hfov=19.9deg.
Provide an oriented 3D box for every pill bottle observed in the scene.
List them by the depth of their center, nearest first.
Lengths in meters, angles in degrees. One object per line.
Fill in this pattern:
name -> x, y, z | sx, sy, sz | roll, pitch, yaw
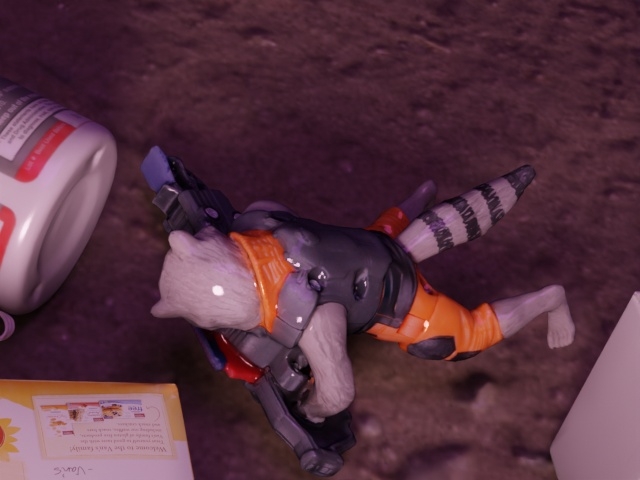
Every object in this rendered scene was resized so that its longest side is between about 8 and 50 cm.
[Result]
pill bottle -> -0.315, -0.072, 1.401 | 0.283, 0.161, 0.161 | 26, 42, 8

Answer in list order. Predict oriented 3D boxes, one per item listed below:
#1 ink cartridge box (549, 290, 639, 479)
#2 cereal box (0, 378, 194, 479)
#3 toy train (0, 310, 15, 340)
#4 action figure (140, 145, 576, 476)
ink cartridge box -> 0.345, 0.175, 1.357 | 0.270, 0.198, 0.197 | 3, 45, -18
cereal box -> -0.157, 0.189, 1.115 | 0.173, 0.047, 0.240 | 4, 45, -19
toy train -> -0.220, 0.129, 1.313 | 0.166, 0.046, 0.125 | 43, 46, 20
action figure -> 0.000, 0.000, 1.438 | 0.330, 0.178, 0.341 | -9, 50, -41
